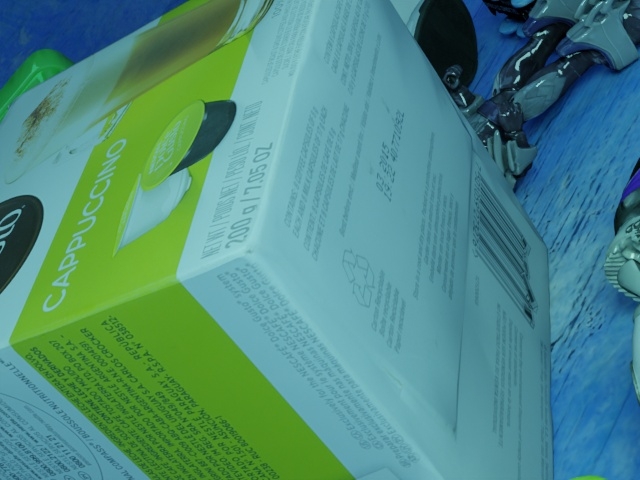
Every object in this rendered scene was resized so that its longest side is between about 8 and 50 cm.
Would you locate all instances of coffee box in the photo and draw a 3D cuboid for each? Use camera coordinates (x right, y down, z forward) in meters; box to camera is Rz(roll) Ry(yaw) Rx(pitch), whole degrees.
[{"bbox_3d":[-0.058,0.055,0.749,0.334,0.338,0.338,-21,35,28],"label":"coffee box"}]

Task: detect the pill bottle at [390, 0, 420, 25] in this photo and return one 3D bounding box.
[{"bbox_3d":[0.052,-0.289,1.375,0.131,0.131,0.229,-49,24,4],"label":"pill bottle"}]

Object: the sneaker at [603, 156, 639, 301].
[{"bbox_3d":[0.306,-0.068,0.648,0.293,0.102,0.146,-25,34,45],"label":"sneaker"}]

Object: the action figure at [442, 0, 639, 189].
[{"bbox_3d":[0.179,-0.133,0.976,0.285,0.099,0.185,-51,32,10],"label":"action figure"}]

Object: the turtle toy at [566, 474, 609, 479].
[{"bbox_3d":[0.170,0.168,0.532,0.095,0.130,0.066,-53,-8,6],"label":"turtle toy"}]

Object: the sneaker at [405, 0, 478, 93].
[{"bbox_3d":[0.066,-0.147,1.173,0.178,0.124,0.296,-14,44,40],"label":"sneaker"}]

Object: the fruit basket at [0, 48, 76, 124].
[{"bbox_3d":[-0.333,-0.078,1.464,0.283,0.392,0.392,-47,24,9],"label":"fruit basket"}]

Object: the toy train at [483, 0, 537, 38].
[{"bbox_3d":[0.232,-0.267,1.097,0.105,0.080,0.184,-44,24,0],"label":"toy train"}]

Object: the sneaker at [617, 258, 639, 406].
[{"bbox_3d":[0.304,0.046,0.502,0.330,0.122,0.146,-26,53,44],"label":"sneaker"}]
